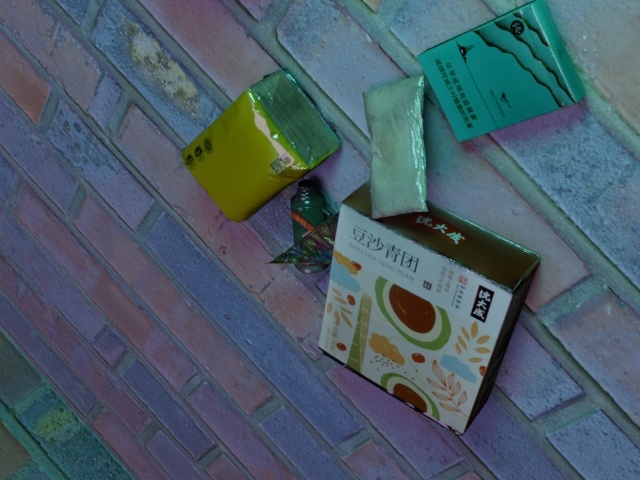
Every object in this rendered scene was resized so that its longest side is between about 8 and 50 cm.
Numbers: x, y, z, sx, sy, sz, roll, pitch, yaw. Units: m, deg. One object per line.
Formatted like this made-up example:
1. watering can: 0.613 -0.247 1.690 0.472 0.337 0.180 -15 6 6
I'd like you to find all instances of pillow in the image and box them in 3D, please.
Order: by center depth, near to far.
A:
1. pillow: 0.127 -0.151 1.420 0.148 0.050 0.230 -12 80 60

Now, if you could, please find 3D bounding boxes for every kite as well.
1. kite: 0.000 0.000 1.661 0.232 0.009 0.189 -38 124 14

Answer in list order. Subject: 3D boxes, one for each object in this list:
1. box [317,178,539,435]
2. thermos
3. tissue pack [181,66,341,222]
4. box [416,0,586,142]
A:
1. box: 0.182 0.126 1.595 0.344 0.122 0.385 29 133 23
2. thermos: -0.020 -0.029 1.689 0.083 0.073 0.188 -130 29 -52
3. tissue pack: -0.121 -0.173 1.631 0.192 0.134 0.271 52 138 -4
4. box: 0.271 -0.253 1.307 0.226 0.042 0.161 -15 109 48
